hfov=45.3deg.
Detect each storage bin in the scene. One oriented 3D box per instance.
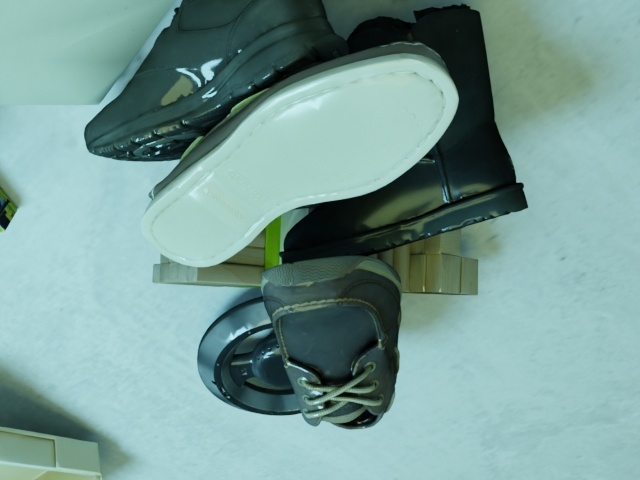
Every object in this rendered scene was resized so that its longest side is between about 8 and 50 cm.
[{"bbox_3d":[-0.479,0.360,1.051,0.260,0.123,0.262,-34,142,24],"label":"storage bin"}]

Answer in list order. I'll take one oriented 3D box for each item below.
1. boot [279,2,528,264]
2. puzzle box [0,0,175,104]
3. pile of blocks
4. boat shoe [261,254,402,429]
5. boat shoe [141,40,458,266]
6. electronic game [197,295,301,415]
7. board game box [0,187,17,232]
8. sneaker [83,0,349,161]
[{"bbox_3d":[0.055,-0.095,0.729,0.247,0.094,0.207,-17,86,15],"label":"boot"},{"bbox_3d":[-0.175,-0.255,0.567,0.409,0.272,0.052,-43,75,29],"label":"puzzle box"},{"bbox_3d":[0.000,0.000,0.860,0.362,0.149,0.112,4,84,-13],"label":"pile of blocks"},{"bbox_3d":[0.030,0.117,0.773,0.132,0.130,0.355,-11,157,9],"label":"boat shoe"},{"bbox_3d":[-0.026,-0.082,0.655,0.324,0.096,0.116,-29,123,35],"label":"boat shoe"},{"bbox_3d":[-0.044,0.152,0.990,0.229,0.048,0.229,-4,131,-5],"label":"electronic game"},{"bbox_3d":[-0.444,-0.064,0.836,0.141,0.048,0.170,-19,124,13],"label":"board game box"},{"bbox_3d":[-0.111,-0.162,0.722,0.286,0.109,0.130,-22,81,23],"label":"sneaker"}]
